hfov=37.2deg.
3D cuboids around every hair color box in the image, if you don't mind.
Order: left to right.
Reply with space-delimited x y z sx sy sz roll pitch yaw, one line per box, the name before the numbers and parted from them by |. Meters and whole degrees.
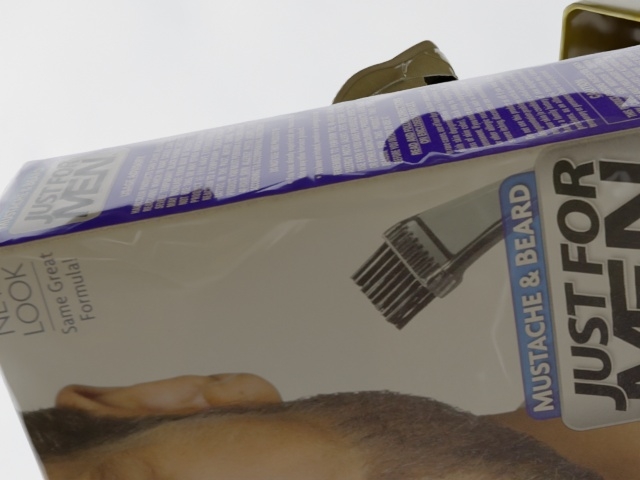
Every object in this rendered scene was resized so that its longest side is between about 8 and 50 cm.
hair color box | 0.050 0.035 0.406 0.338 0.110 0.185 -10 -65 5

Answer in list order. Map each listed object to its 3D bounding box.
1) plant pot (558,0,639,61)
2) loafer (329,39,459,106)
plant pot | 0.387 -0.164 1.009 0.212 0.212 0.187 21 -137 31
loafer | 0.112 -0.213 1.417 0.092 0.102 0.268 36 -122 25
